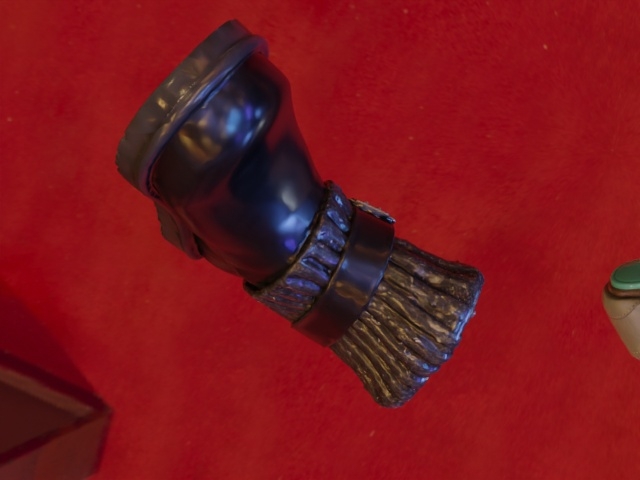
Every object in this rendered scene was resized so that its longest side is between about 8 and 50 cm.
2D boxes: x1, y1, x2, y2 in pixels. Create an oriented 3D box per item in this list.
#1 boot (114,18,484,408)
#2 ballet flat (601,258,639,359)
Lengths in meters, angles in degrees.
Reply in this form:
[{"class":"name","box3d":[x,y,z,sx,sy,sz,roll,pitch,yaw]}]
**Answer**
[{"class":"boot","box3d":[0.003,-0.003,0.706,0.260,0.348,0.131,37,79,8]},{"class":"ballet flat","box3d":[0.270,0.029,0.540,0.213,0.072,0.068,-15,104,37]}]
